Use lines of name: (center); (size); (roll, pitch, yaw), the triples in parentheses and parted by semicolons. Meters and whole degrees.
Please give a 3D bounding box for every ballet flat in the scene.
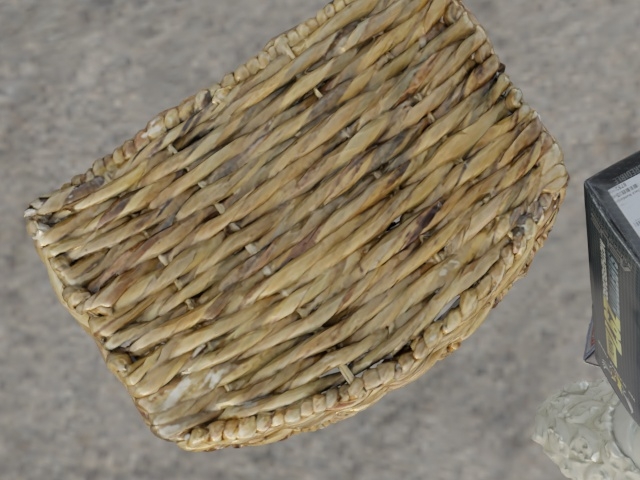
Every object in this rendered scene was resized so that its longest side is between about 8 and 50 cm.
ballet flat: (0.347, 0.195, 1.396); (0.147, 0.409, 0.147); (-32, 139, -33)

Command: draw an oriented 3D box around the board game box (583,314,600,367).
board game box: (0.290, 0.055, 1.223); (0.194, 0.194, 0.060); (42, 39, -16)

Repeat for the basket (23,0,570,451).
basket: (0.000, 0.000, 1.112); (0.299, 0.223, 0.213); (-35, 83, -3)

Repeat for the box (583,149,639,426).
box: (0.237, -0.015, 0.820); (0.232, 0.059, 0.183); (-27, 151, -5)
